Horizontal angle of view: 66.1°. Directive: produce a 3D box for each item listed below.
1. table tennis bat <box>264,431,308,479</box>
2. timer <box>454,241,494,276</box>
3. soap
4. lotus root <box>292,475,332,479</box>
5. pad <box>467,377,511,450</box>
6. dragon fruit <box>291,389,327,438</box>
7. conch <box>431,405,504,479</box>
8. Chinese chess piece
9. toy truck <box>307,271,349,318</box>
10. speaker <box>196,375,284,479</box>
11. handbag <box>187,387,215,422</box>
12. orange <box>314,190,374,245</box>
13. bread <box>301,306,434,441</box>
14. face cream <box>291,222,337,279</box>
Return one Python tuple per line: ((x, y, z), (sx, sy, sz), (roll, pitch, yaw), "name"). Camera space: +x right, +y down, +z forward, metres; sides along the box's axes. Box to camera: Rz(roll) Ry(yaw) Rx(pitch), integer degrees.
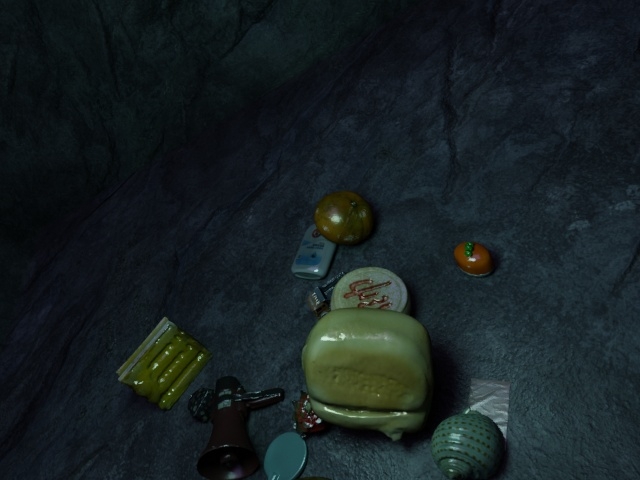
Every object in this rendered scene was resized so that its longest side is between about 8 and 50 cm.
((-0.130, 0.720, 1.538), (0.153, 0.040, 0.244), (6, 55, 38), "table tennis bat")
((0.495, 0.055, 1.602), (0.136, 0.136, 0.099), (12, 68, 40), "timer")
((-0.602, 0.474, 1.902), (0.281, 0.259, 0.143), (-49, 38, -13), "soap")
((-0.056, 0.751, 1.402), (0.241, 0.123, 0.124), (-23, 37, 13), "lotus root")
((0.461, 0.475, 1.361), (0.113, 0.006, 0.188), (-3, 54, 33), "pad")
((-0.028, 0.547, 1.555), (0.130, 0.121, 0.142), (-39, 8, -32), "dragon fruit")
((0.377, 0.523, 1.283), (0.172, 0.131, 0.200), (-2, 59, 37), "conch")
((0.168, 0.214, 1.645), (0.270, 0.112, 0.270), (-6, 47, 6), "Chinese chess piece")
((0.044, 0.200, 1.806), (0.192, 0.092, 0.083), (-36, 44, 4), "toy truck")
((-0.275, 0.590, 1.647), (0.259, 0.198, 0.329), (-36, 33, 23), "speaker")
((-0.449, 0.602, 1.838), (0.139, 0.072, 0.115), (2, 57, 50), "handbag")
((0.095, -0.092, 1.912), (0.240, 0.171, 0.240), (9, 56, -14), "orange")
((0.133, 0.361, 1.428), (0.376, 0.348, 0.253), (0, 17, 10), "bread")
((0.000, 0.000, 2.008), (0.163, 0.080, 0.337), (3, 58, 32), "face cream")
